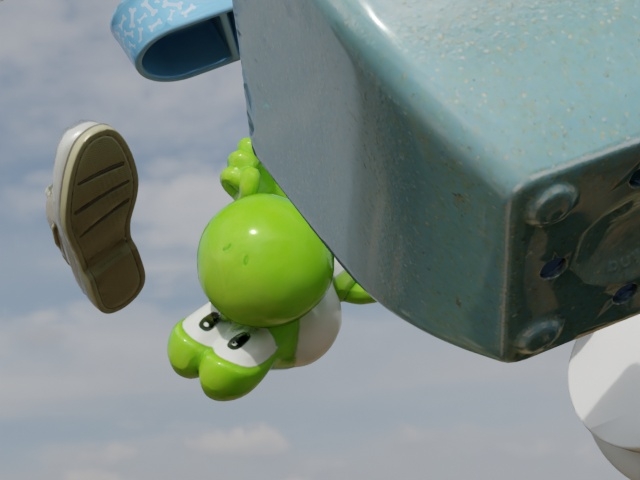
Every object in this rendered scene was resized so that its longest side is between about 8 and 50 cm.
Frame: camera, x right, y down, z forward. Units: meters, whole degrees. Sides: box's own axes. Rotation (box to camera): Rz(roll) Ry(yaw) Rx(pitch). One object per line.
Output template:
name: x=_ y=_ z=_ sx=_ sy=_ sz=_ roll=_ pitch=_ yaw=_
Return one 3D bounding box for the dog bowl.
dog bowl: x=-0.134 y=-0.303 z=1.977 sx=0.297 sy=0.074 sz=0.166 roll=-20 pitch=-22 yaw=-2

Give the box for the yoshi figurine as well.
yoshi figurine: x=0.013 y=-0.011 z=1.251 sx=0.204 sy=0.203 sz=0.362 roll=-1 pitch=32 yaw=44

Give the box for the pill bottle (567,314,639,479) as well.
pill bottle: x=0.352 y=0.139 z=1.274 sx=0.181 sy=0.181 sz=0.323 roll=-16 pitch=-23 yaw=36

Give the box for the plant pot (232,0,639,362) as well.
plant pot: x=0.110 y=-0.086 z=0.795 sx=0.248 sy=0.252 sz=0.247 roll=-20 pitch=-39 yaw=-12

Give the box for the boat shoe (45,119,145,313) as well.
boat shoe: x=-0.289 y=-0.038 z=1.779 sx=0.113 sy=0.103 sz=0.302 roll=-32 pitch=-34 yaw=-28
